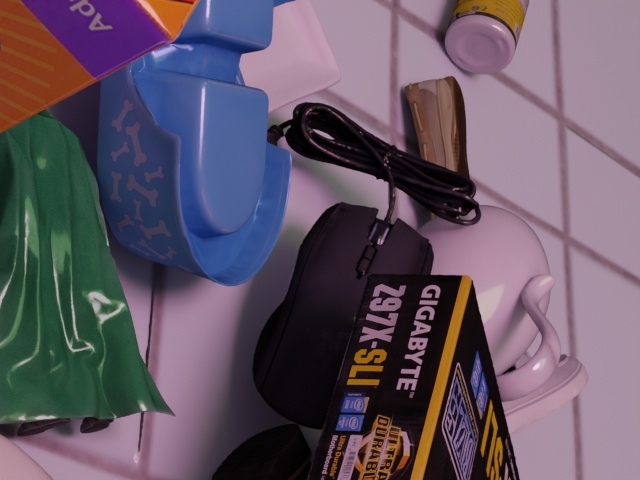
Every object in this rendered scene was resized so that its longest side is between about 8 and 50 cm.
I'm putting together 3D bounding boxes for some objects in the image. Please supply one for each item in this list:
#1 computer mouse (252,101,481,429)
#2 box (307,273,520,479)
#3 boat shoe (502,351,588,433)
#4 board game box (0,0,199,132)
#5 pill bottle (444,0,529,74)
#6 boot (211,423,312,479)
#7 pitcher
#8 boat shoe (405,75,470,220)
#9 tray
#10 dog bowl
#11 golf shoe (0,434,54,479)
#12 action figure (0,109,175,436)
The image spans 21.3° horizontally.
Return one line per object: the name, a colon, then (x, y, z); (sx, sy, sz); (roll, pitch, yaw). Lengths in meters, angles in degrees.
computer mouse: (0.000, 0.000, 1.226); (0.184, 0.060, 0.262); (29, 54, 5)
box: (0.069, 0.218, 1.135); (0.322, 0.079, 0.257); (72, 25, -44)
boat shoe: (0.156, 0.119, 1.412); (0.184, 0.066, 0.063); (-21, 91, -43)
board game box: (-0.243, -0.268, 0.871); (0.356, 0.356, 0.356); (48, 42, -24)
pill bottle: (0.156, -0.211, 1.559); (0.065, 0.065, 0.116); (46, 42, -26)
boot: (-0.037, 0.226, 1.119); (0.198, 0.077, 0.137); (-41, 111, -49)
pitcher: (0.122, 0.060, 1.297); (0.125, 0.177, 0.207); (63, 38, -24)
boat shoe: (0.097, -0.064, 1.443); (0.056, 0.048, 0.153); (35, 51, -67)
tray: (-0.084, -0.225, 1.307); (0.145, 0.030, 0.270); (-30, 96, -53)
dog bowl: (-0.083, -0.119, 1.148); (0.166, 0.074, 0.297); (1, 92, -66)
golf shoe: (-0.129, 0.210, 0.976); (0.273, 0.120, 0.105); (58, 41, -11)
action figure: (-0.173, 0.004, 1.065); (0.137, 0.063, 0.232); (6, 66, -47)
